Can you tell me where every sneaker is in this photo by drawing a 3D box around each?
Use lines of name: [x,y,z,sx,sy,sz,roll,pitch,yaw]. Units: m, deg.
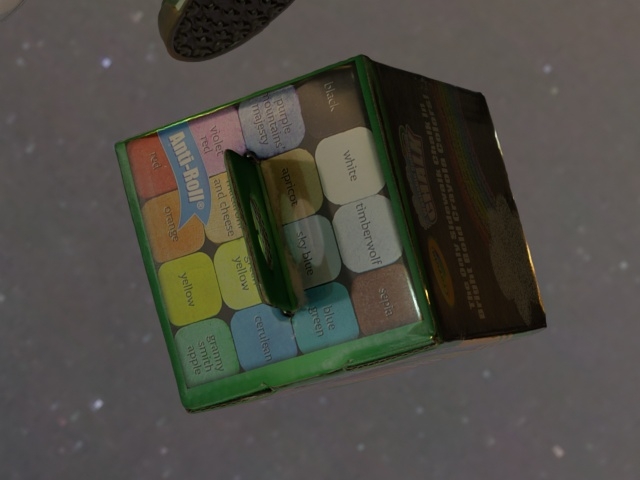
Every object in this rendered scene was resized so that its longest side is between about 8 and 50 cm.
sneaker: [-0.033,-0.188,0.927,0.064,0.192,0.086,6,-129,-40]

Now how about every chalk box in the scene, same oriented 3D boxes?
chalk box: [0.000,0.000,0.784,0.213,0.132,0.132,3,-108,-65]

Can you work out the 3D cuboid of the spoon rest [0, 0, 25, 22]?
spoon rest: [-0.273,-0.213,1.235,0.084,0.137,0.276,35,173,-30]
